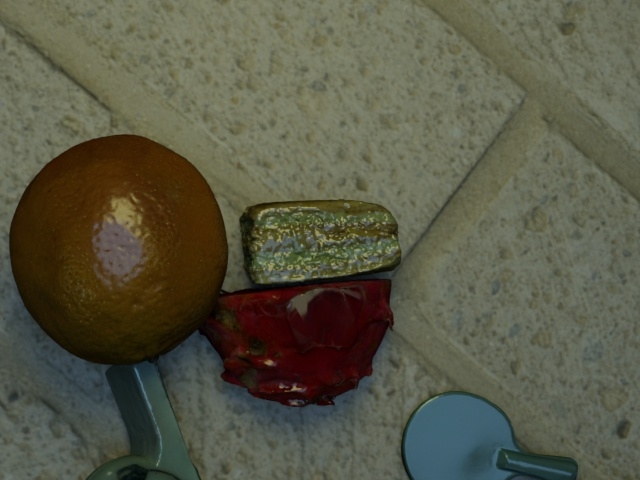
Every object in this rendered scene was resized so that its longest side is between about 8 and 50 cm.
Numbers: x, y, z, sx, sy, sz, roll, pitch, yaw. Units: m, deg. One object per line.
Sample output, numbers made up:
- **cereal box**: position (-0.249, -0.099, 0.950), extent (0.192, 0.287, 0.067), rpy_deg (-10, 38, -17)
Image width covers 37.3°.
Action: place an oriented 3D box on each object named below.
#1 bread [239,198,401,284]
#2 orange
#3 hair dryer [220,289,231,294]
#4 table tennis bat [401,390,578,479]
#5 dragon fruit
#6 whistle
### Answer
- **bread**: position (0.000, 0.000, 1.182), extent (0.196, 0.138, 0.102), rpy_deg (-3, 92, -6)
- **orange**: position (-0.228, 0.016, 1.090), extent (0.264, 0.264, 0.264), rpy_deg (0, 87, -8)
- **hair dryer**: position (-0.120, 0.076, 1.219), extent (0.083, 0.026, 0.047), rpy_deg (22, 86, -14)
- **table tennis bat**: position (0.223, 0.282, 1.248), extent (0.237, 0.038, 0.149), rpy_deg (12, 83, -3)
- **dragon fruit**: position (-0.023, 0.114, 1.168), extent (0.262, 0.189, 0.162), rpy_deg (-4, 61, -11)
- **whistle**: position (-0.230, 0.296, 1.125), extent (0.164, 0.163, 0.289), rpy_deg (-20, 89, -9)
